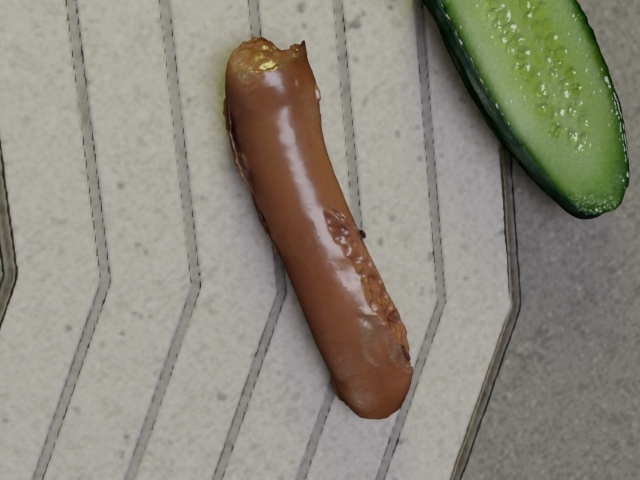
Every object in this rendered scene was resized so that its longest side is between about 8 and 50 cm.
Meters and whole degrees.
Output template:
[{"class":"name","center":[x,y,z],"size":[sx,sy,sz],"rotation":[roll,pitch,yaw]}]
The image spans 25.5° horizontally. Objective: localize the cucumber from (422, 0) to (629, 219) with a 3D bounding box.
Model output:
[{"class":"cucumber","center":[0.153,-0.120,1.058],"size":[0.115,0.063,0.244],"rotation":[-37,110,-22]}]

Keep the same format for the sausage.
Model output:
[{"class":"sausage","center":[0.001,0.000,1.009],"size":[0.078,0.078,0.304],"rotation":[-26,107,-17]}]
